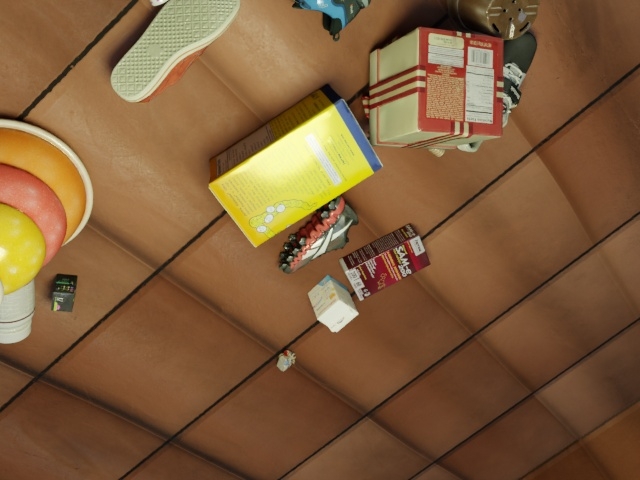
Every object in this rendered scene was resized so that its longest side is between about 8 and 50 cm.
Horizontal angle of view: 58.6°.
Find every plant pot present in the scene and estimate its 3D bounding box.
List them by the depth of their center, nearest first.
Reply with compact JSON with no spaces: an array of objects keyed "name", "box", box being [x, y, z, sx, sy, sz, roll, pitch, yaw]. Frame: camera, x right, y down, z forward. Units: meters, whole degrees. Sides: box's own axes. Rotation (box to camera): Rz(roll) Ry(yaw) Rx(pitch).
[{"name":"plant pot","box":[0.399,-0.540,1.299,0.167,0.165,0.166,-8,124,-12]}]

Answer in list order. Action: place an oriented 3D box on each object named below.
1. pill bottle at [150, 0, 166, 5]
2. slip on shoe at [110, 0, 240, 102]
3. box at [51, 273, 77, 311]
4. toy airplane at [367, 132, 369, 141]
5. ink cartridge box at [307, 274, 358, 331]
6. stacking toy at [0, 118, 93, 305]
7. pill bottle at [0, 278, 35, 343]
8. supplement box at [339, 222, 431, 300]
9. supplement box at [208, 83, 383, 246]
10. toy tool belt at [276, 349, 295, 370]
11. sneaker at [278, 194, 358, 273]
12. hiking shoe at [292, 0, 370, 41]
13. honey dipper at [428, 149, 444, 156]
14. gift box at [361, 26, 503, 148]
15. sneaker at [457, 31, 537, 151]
[{"name":"pill bottle","box":[-0.344,-0.526,1.161,0.044,0.043,0.083,-25,126,0]},{"name":"slip on shoe","box":[-0.304,-0.420,1.218,0.331,0.101,0.123,-45,89,1]},{"name":"box","box":[-0.663,0.135,1.478,0.052,0.083,0.062,8,120,-21]},{"name":"toy airplane","box":[0.076,-0.230,1.491,0.151,0.028,0.151,-7,122,-11]},{"name":"ink cartridge box","box":[0.038,0.191,1.685,0.092,0.143,0.090,-44,124,13]},{"name":"stacking toy","box":[-0.657,-0.008,1.142,0.351,0.479,0.350,-8,124,-12]},{"name":"pill bottle","box":[-0.779,0.141,1.424,0.121,0.121,0.221,4,122,-19]},{"name":"supplement box","box":[0.192,0.065,1.692,0.240,0.073,0.130,-28,125,2]},{"name":"supplement box","box":[-0.067,-0.182,1.363,0.357,0.194,0.195,-32,116,6]},{"name":"toy tool belt","box":[-0.105,0.378,1.832,0.051,0.052,0.083,-14,136,-47]},{"name":"sneaker","box":[0.000,0.000,1.576,0.135,0.097,0.276,32,108,-28]},{"name":"hiking shoe","box":[-0.031,-0.553,1.193,0.304,0.113,0.132,31,109,-31]},{"name":"honey dipper","box":[0.265,-0.274,1.519,0.161,0.030,0.030,28,111,-27]},{"name":"gift box","box":[0.261,-0.353,1.319,0.255,0.258,0.276,4,89,-22]},{"name":"sneaker","box":[0.454,-0.363,1.446,0.123,0.146,0.330,21,113,-26]}]
